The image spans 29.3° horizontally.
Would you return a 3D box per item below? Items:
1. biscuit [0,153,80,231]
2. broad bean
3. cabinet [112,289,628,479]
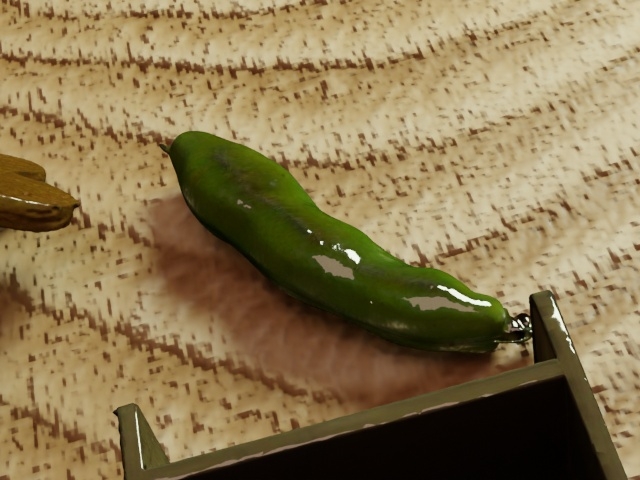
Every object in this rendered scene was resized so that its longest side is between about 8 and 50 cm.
[{"bbox_3d":[-0.223,-0.041,0.701,0.205,0.138,0.031,21,101,31],"label":"biscuit"},{"bbox_3d":[-0.003,0.003,0.648,0.254,0.046,0.065,30,56,31],"label":"broad bean"},{"bbox_3d":[0.037,0.156,0.442,0.174,0.148,0.215,-16,50,1],"label":"cabinet"}]
